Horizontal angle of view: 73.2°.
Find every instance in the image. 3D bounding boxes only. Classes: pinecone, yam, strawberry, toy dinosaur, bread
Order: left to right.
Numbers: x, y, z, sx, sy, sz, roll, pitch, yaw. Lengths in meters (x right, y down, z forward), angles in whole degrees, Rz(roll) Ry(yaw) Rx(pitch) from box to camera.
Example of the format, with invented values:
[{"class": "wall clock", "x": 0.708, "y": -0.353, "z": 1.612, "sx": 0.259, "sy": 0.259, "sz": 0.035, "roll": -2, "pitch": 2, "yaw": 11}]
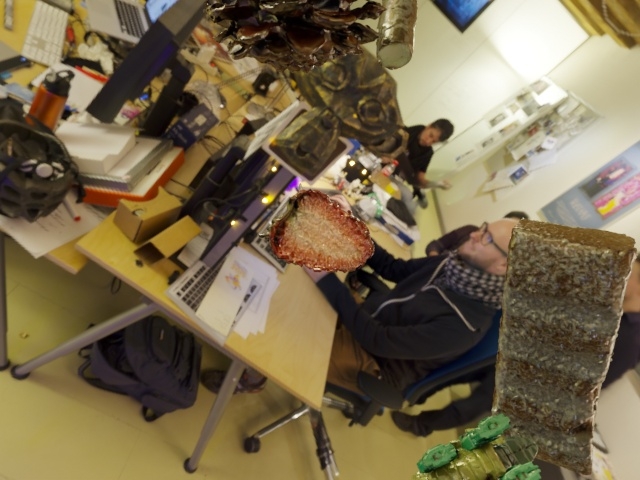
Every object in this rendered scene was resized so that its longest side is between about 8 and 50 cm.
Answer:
[{"class": "pinecone", "x": -0.037, "y": -0.306, "z": 0.509, "sx": 0.222, "sy": 0.221, "sz": 0.221, "roll": 33, "pitch": 32, "yaw": -24}, {"class": "strawberry", "x": 0.000, "y": -0.001, "z": 0.860, "sx": 0.208, "sy": 0.167, "sz": 0.087, "roll": 40, "pitch": 6, "yaw": 13}, {"class": "yam", "x": 0.113, "y": -0.364, "z": 0.627, "sx": 0.061, "sy": 0.061, "sz": 0.252, "roll": 20, "pitch": 66, "yaw": -39}, {"class": "toy dinosaur", "x": 0.156, "y": 0.294, "z": 0.523, "sx": 0.153, "sy": 0.260, "sz": 0.094, "roll": 80, "pitch": -13, "yaw": -51}, {"class": "bread", "x": 0.382, "y": 0.176, "z": 0.705, "sx": 0.113, "sy": 0.165, "sz": 0.415, "roll": -33, "pitch": 125, "yaw": -52}]
